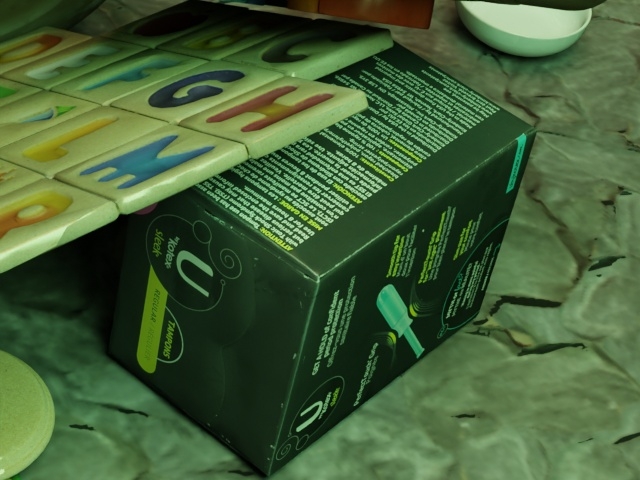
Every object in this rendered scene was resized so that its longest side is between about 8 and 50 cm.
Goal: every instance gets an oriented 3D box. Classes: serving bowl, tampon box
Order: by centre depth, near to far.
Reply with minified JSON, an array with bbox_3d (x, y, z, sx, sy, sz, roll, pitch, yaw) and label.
[{"bbox_3d":[0.000,0.000,0.744,0.101,0.120,0.161,34,44,23],"label":"tampon box"},{"bbox_3d":[0.119,-0.135,1.000,0.083,0.027,0.083,8,40,-7],"label":"serving bowl"}]

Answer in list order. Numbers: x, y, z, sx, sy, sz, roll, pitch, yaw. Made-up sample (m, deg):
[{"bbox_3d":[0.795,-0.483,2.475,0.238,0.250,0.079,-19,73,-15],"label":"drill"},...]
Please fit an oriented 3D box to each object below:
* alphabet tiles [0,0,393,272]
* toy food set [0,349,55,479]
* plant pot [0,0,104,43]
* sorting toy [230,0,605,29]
[{"bbox_3d":[-0.152,-0.039,0.710,0.342,0.011,0.285,-26,24,-28],"label":"alphabet tiles"},{"bbox_3d":[-0.153,0.074,0.697,0.083,0.020,0.082,15,41,2],"label":"toy food set"},{"bbox_3d":[-0.226,-0.248,0.861,0.323,0.323,0.280,-13,63,-27],"label":"plant pot"},{"bbox_3d":[0.020,-0.121,0.800,0.229,0.041,0.307,7,7,24],"label":"sorting toy"}]
